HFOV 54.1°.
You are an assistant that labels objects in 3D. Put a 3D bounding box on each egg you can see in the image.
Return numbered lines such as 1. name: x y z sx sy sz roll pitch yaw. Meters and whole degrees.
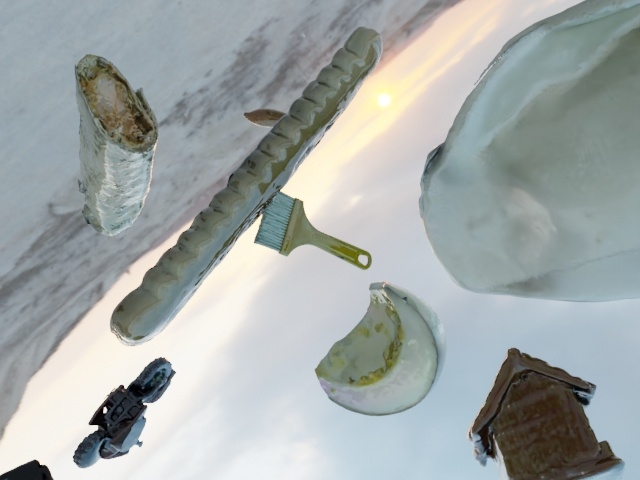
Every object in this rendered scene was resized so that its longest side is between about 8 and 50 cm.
1. egg: 0.143 0.207 1.217 0.271 0.206 0.162 -63 164 22

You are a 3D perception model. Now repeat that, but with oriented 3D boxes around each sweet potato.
1. sweet potato: -0.086 -0.212 1.084 0.095 0.034 0.034 2 -173 -6

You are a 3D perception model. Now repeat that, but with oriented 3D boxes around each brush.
1. brush: 0.000 0.000 0.892 0.011 0.205 0.083 -5 -114 53

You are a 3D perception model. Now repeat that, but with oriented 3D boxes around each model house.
1. model house: 0.347 0.307 1.021 0.220 0.229 0.199 -19 149 11

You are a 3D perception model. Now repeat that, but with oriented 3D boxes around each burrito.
1. burrito: -0.202 -0.076 0.614 0.060 0.087 0.226 -37 171 -31

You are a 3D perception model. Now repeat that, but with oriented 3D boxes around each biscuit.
1. biscuit: -0.069 -0.038 0.563 0.325 0.044 0.217 -52 -173 -19

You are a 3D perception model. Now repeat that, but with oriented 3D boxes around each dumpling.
1. dumpling: 0.240 -0.075 0.464 0.341 0.260 0.181 3 -134 37

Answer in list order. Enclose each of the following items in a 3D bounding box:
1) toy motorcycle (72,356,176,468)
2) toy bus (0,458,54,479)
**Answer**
1. toy motorcycle: -0.318 0.292 1.052 0.213 0.082 0.122 -51 167 -16
2. toy bus: -0.353 0.271 0.367 0.409 0.093 0.092 -23 166 -31
